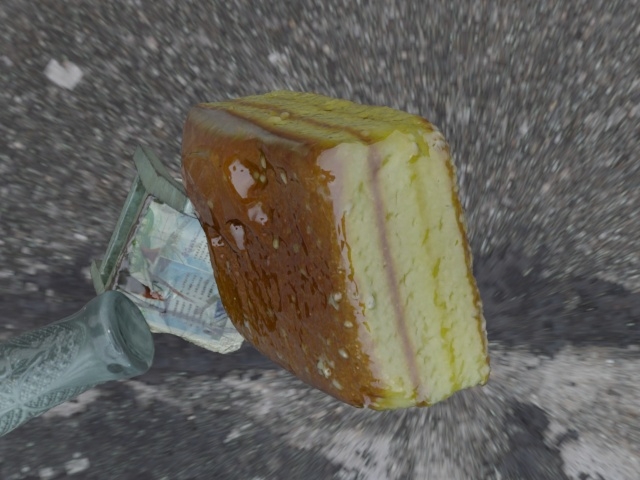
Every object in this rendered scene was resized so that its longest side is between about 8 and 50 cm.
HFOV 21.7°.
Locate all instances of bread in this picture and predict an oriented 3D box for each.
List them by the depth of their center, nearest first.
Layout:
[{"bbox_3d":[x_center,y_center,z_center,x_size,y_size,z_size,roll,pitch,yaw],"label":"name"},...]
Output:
[{"bbox_3d":[0.000,0.000,1.097,0.110,0.234,0.184,-19,107,-24],"label":"bread"}]

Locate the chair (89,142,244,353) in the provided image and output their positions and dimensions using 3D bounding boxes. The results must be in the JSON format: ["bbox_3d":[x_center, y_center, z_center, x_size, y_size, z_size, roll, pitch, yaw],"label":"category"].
[{"bbox_3d":[-0.107,0.021,1.474,0.136,0.270,0.147,19,99,-19],"label":"chair"}]

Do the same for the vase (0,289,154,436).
[{"bbox_3d":[-0.249,0.115,1.407,0.219,0.096,0.096,-24,85,17],"label":"vase"}]
